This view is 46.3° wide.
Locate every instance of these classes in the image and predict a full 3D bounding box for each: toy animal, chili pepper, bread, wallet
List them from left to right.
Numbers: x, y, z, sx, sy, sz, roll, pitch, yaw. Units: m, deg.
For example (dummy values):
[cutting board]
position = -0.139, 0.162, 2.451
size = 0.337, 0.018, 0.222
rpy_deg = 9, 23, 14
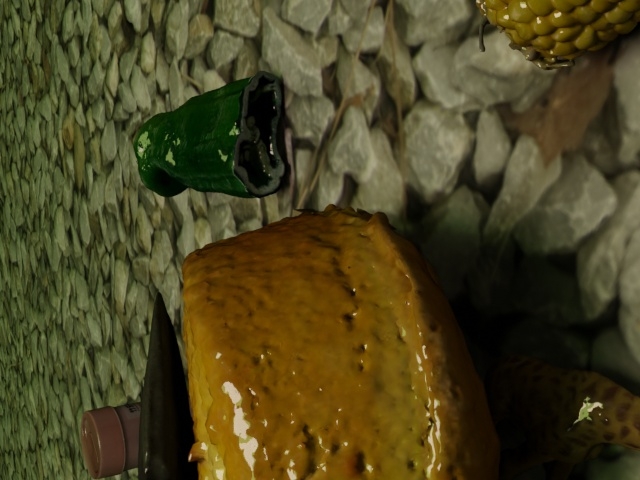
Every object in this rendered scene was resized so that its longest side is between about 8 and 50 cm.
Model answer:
[wallet]
position = -0.123, 0.175, 0.618
size = 0.245, 0.052, 0.168
rpy_deg = 97, 168, -45
[chili pepper]
position = -0.148, -0.111, 0.916
size = 0.270, 0.099, 0.136
rpy_deg = -2, 101, 52
[bread]
position = 0.003, 0.157, 0.574
size = 0.337, 0.204, 0.358
rpy_deg = -133, 34, -81
[toy animal]
position = 0.179, 0.136, 0.505
size = 0.275, 0.054, 0.149
rpy_deg = -41, 63, 50

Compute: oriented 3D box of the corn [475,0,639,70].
[corn]
position = 0.200, -0.199, 0.378
size = 0.305, 0.106, 0.106
rpy_deg = -34, 66, 52

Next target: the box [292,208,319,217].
[box]
position = 0.000, 0.000, 0.777
size = 0.083, 0.024, 0.053
rpy_deg = 21, 112, 55

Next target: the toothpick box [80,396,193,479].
[toothpick box]
position = -0.265, 0.285, 1.102
size = 0.098, 0.149, 0.098
rpy_deg = 11, 103, 56
